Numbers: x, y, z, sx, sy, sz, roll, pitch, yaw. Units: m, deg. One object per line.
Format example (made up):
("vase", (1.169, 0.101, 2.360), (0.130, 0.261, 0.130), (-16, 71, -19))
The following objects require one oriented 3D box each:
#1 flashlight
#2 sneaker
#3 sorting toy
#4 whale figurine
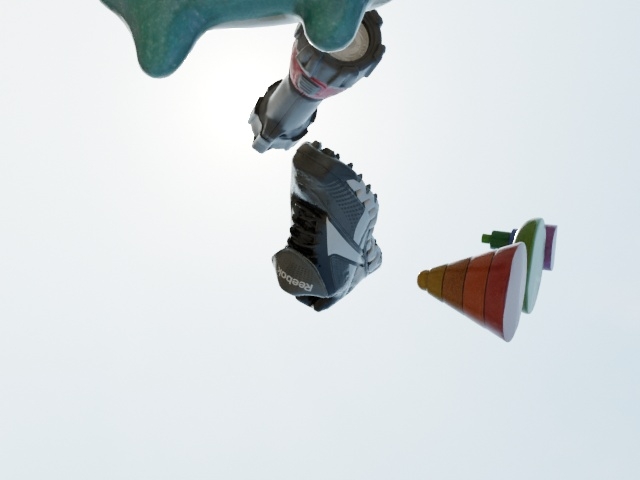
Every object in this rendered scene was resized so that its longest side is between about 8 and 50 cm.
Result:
("flashlight", (-0.012, -0.197, 1.507), (0.304, 0.103, 0.103), (142, -59, -71))
("sneaker", (0.000, 0.000, 1.141), (0.078, 0.234, 0.106), (33, -108, 22))
("sorting toy", (0.217, 0.031, 1.599), (0.126, 0.365, 0.127), (7, -77, 18))
("whale figurine", (-0.042, -0.236, 0.925), (0.272, 0.141, 0.216), (-30, -108, -3))
